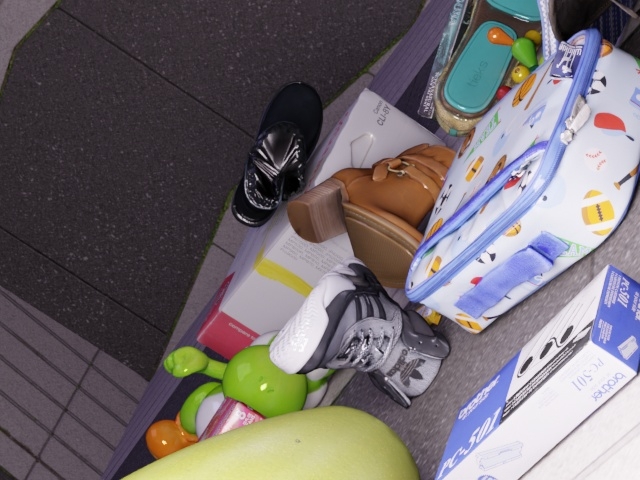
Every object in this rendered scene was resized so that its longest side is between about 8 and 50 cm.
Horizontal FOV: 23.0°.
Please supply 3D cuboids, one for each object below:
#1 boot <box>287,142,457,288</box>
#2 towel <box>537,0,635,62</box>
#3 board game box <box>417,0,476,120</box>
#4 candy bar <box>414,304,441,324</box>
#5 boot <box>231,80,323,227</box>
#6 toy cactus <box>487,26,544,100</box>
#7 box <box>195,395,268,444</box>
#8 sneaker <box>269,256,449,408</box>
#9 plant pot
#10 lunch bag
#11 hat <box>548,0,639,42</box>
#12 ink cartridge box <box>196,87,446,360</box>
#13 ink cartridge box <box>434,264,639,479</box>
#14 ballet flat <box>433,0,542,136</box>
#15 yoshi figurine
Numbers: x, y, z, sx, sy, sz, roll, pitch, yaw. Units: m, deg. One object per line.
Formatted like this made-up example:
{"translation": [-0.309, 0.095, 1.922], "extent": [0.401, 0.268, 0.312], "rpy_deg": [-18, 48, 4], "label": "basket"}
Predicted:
{"translation": [0.117, -0.041, 2.057], "extent": [0.220, 0.109, 0.283], "rpy_deg": [-26, 23, -27], "label": "boot"}
{"translation": [0.286, -0.292, 1.673], "extent": [0.336, 0.040, 0.243], "rpy_deg": [-58, -33, -41], "label": "towel"}
{"translation": [0.203, -0.253, 2.224], "extent": [0.126, 0.026, 0.186], "rpy_deg": [9, -80, -58], "label": "board game box"}
{"translation": [0.104, 0.101, 1.822], "extent": [0.040, 0.018, 0.161], "rpy_deg": [-64, 10, -28], "label": "candy bar"}
{"translation": [-0.050, -0.140, 2.294], "extent": [0.246, 0.094, 0.207], "rpy_deg": [-65, 6, -13], "label": "boot"}
{"translation": [0.237, -0.166, 1.822], "extent": [0.219, 0.112, 0.181], "rpy_deg": [-169, 100, -79], "label": "toy cactus"}
{"translation": [-0.123, 0.329, 1.896], "extent": [0.257, 0.128, 0.122], "rpy_deg": [-57, 7, -7], "label": "box"}
{"translation": [0.048, 0.105, 1.604], "extent": [0.101, 0.153, 0.268], "rpy_deg": [-54, -4, 17], "label": "sneaker"}
{"translation": [-0.039, 0.256, 1.272], "extent": [0.275, 0.275, 0.293], "rpy_deg": [-52, -7, 34], "label": "plant pot"}
{"translation": [0.199, -0.050, 1.499], "extent": [0.303, 0.115, 0.243], "rpy_deg": [-48, 13, 55], "label": "lunch bag"}
{"translation": [0.340, -0.294, 1.460], "extent": [0.331, 0.134, 0.331], "rpy_deg": [-45, -21, -23], "label": "hat"}
{"translation": [0.000, 0.000, 2.382], "extent": [0.385, 0.160, 0.279], "rpy_deg": [-50, 11, 43], "label": "ink cartridge box"}
{"translation": [0.170, 0.117, 1.210], "extent": [0.207, 0.046, 0.097], "rpy_deg": [-51, 8, 40], "label": "ink cartridge box"}
{"translation": [0.257, -0.285, 2.175], "extent": [0.348, 0.123, 0.123], "rpy_deg": [-59, 8, -19], "label": "ballet flat"}
{"translation": [-0.111, 0.228, 2.095], "extent": [0.362, 0.203, 0.203], "rpy_deg": [-48, 27, 38], "label": "yoshi figurine"}
